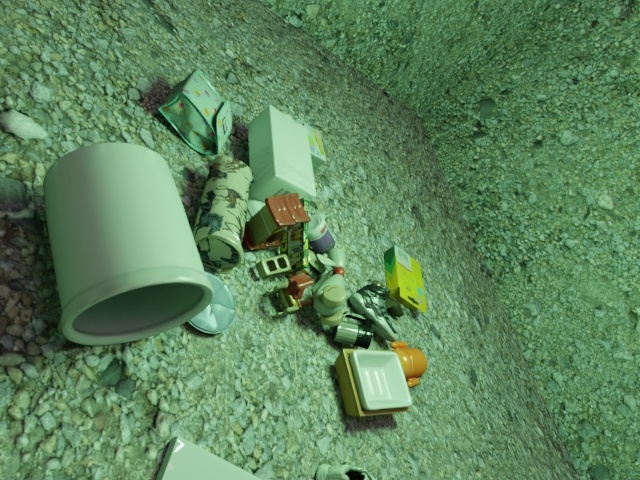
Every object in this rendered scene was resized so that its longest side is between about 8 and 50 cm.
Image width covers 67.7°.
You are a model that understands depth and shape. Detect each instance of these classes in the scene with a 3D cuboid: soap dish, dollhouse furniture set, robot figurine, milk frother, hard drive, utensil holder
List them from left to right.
[{"bbox_3d":[-0.467,0.008,1.149,0.328,0.328,0.385,7,53,-49],"label":"utensil holder"},{"bbox_3d":[-0.248,0.628,1.118,0.319,0.040,0.210,40,35,-22],"label":"hard drive"},{"bbox_3d":[-0.113,0.049,1.632,0.152,0.201,0.373,-12,74,-46],"label":"dollhouse furniture set"},{"bbox_3d":[0.110,0.353,1.787,0.135,0.143,0.129,15,39,-6],"label":"milk frother"},{"bbox_3d":[0.184,0.508,1.702,0.291,0.118,0.228,15,51,-44],"label":"soap dish"},{"bbox_3d":[0.338,0.493,1.910,0.220,0.128,0.157,11,89,-48],"label":"robot figurine"}]

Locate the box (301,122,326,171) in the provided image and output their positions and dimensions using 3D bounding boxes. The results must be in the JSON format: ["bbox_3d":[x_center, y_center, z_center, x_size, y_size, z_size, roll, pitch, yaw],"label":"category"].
[{"bbox_3d":[-0.059,-0.441,2.274,0.114,0.103,0.203,22,45,-40],"label":"box"}]

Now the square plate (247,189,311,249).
[{"bbox_3d":[-0.160,-0.137,1.921,0.344,0.049,0.347,-10,69,-54],"label":"square plate"}]

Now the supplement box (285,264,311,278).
[{"bbox_3d":[-0.082,0.112,1.759,0.055,0.083,0.043,37,37,-25],"label":"supplement box"}]

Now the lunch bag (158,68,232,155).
[{"bbox_3d":[-0.436,-0.463,1.770,0.262,0.160,0.223,49,28,-30],"label":"lunch bag"}]

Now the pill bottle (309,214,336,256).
[{"bbox_3d":[0.000,0.000,1.906,0.108,0.108,0.193,-83,152,-46],"label":"pill bottle"}]

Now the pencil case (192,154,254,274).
[{"bbox_3d":[-0.314,-0.091,1.577,0.183,0.160,0.410,60,22,-44],"label":"pencil case"}]

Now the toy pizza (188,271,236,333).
[{"bbox_3d":[-0.339,0.184,1.415,0.201,0.032,0.201,31,40,-31],"label":"toy pizza"}]

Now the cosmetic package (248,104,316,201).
[{"bbox_3d":[-0.158,-0.323,1.895,0.217,0.156,0.384,25,44,-38],"label":"cosmetic package"}]

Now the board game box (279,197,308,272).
[{"bbox_3d":[-0.097,-0.017,1.744,0.030,0.136,0.259,14,67,-40],"label":"board game box"}]

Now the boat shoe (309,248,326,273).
[{"bbox_3d":[-0.035,0.081,1.890,0.133,0.042,0.049,49,53,-9],"label":"boat shoe"}]

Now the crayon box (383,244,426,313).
[{"bbox_3d":[0.407,0.200,2.305,0.202,0.081,0.318,35,37,-27],"label":"crayon box"}]

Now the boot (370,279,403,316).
[{"bbox_3d":[0.274,0.286,2.089,0.219,0.082,0.106,48,55,-17],"label":"boot"}]

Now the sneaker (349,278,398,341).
[{"bbox_3d":[0.254,0.283,1.967,0.268,0.101,0.153,48,63,-4],"label":"sneaker"}]

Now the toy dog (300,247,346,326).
[{"bbox_3d":[0.010,0.162,1.754,0.161,0.220,0.333,6,21,-1],"label":"toy dog"}]

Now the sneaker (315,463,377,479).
[{"bbox_3d":[0.124,0.740,1.423,0.292,0.118,0.110,35,36,-30],"label":"sneaker"}]
